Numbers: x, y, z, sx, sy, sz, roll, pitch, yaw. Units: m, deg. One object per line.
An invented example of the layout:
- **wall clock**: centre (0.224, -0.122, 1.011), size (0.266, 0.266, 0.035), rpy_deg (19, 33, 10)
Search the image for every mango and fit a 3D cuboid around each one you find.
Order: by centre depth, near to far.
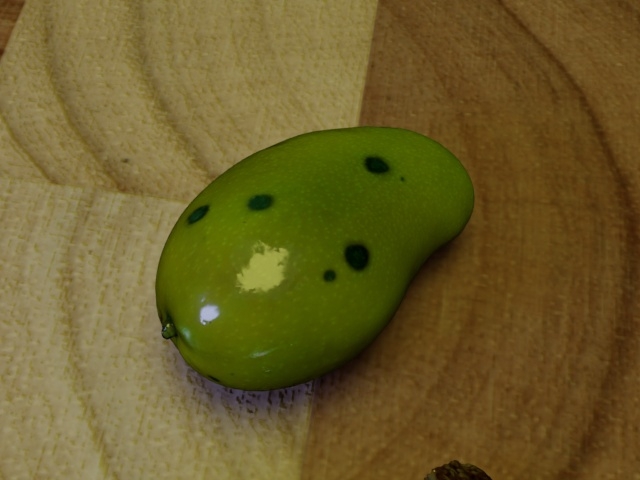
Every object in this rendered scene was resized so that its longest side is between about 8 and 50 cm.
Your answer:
- **mango**: centre (0.000, 0.000, 0.895), size (0.175, 0.143, 0.293), rpy_deg (39, 52, 21)

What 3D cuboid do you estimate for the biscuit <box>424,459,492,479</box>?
- **biscuit**: centre (0.136, 0.236, 0.751), size (0.131, 0.026, 0.237), rpy_deg (0, 42, -53)
